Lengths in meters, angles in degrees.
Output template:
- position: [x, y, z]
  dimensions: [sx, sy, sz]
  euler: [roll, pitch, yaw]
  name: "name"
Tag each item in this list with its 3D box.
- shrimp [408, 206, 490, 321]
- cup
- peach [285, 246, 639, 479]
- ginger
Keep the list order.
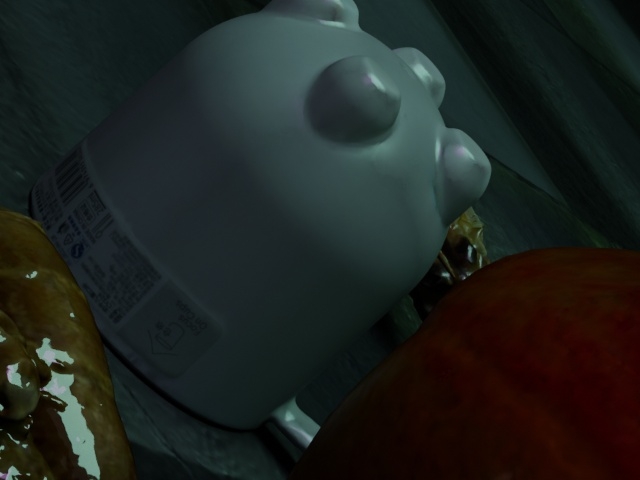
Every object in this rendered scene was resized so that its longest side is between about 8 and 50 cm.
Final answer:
- position: [0.053, -0.011, 1.075]
  dimensions: [0.150, 0.068, 0.248]
  euler: [47, 11, -23]
  name: "shrimp"
- position: [-0.008, -0.006, 0.766]
  dimensions: [0.134, 0.142, 0.173]
  euler: [27, 28, -53]
  name: "cup"
- position: [0.116, 0.133, 0.556]
  dimensions: [0.275, 0.248, 0.245]
  euler: [43, -31, 27]
  name: "peach"
- position: [-0.097, 0.044, 0.550]
  dimensions: [0.103, 0.073, 0.162]
  euler: [23, 31, -53]
  name: "ginger"
